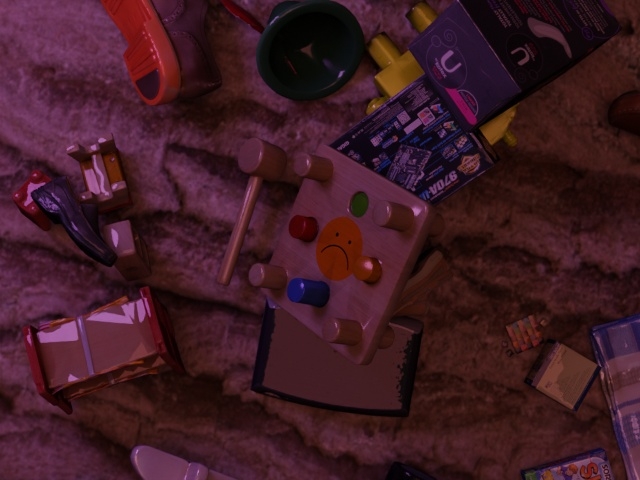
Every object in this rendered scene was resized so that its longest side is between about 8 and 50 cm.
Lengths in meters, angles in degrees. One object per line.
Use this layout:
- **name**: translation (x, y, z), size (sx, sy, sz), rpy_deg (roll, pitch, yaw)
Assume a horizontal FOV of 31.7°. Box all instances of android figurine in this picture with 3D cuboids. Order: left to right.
- **android figurine**: translation (0.200, -0.238, 1.784), size (0.248, 0.056, 0.273), rpy_deg (-40, 89, -3)

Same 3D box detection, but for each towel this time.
- **towel**: translation (0.558, 0.249, 1.792), size (0.209, 0.034, 0.285), rpy_deg (-15, 89, -3)

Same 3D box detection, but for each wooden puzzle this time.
- **wooden puzzle**: translation (0.326, 0.150, 1.800), size (0.083, 0.006, 0.049), rpy_deg (-22, 89, -2)

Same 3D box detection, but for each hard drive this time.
- **hard drive**: translation (0.028, 0.182, 1.766), size (0.255, 0.054, 0.172), rpy_deg (10, 88, -1)

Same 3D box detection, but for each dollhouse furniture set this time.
- **dollhouse furniture set**: translation (-0.357, 0.051, 1.734), size (0.201, 0.152, 0.374), rpy_deg (-17, 72, -2)

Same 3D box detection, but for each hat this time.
- **hat**: translation (-0.051, -0.349, 1.794), size (0.173, 0.183, 0.208), rpy_deg (-39, 133, 9)

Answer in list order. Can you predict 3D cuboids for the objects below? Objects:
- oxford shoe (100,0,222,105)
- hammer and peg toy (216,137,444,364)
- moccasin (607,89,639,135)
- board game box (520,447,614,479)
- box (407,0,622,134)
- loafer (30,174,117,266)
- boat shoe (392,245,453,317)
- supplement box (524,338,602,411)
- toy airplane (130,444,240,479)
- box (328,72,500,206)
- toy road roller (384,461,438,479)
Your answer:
- **oxford shoe**: translation (-0.257, -0.383, 1.763), size (0.133, 0.130, 0.363), rpy_deg (-12, 81, -35)
- **hammer and peg toy**: translation (0.000, 0.000, 1.691), size (0.127, 0.361, 0.266), rpy_deg (11, 106, -45)
- **moccasin**: translation (0.621, -0.122, 1.763), size (0.380, 0.139, 0.147), rpy_deg (26, 79, -10)
- **board game box**: translation (0.409, 0.443, 1.779), size (0.136, 0.035, 0.201), rpy_deg (-16, 89, -2)
- **box**: translation (0.291, -0.302, 1.686), size (0.270, 0.143, 0.165), rpy_deg (-32, 86, -36)
- **loafer**: translation (-0.349, -0.031, 1.649), size (0.061, 0.062, 0.170), rpy_deg (-43, 75, -15)
- **boat shoe**: translation (0.139, 0.089, 1.742), size (0.190, 0.068, 0.072), rpy_deg (-41, 96, -25)
- **supplement box**: translation (0.380, 0.211, 1.775), size (0.083, 0.056, 0.083), rpy_deg (30, 88, -1)
- **toy airplane**: translation (-0.260, 0.500, 1.671), size (0.384, 0.272, 0.386), rpy_deg (-23, 78, -40)
- **box**: translation (0.136, -0.131, 1.737), size (0.220, 0.051, 0.175), rpy_deg (-36, 89, 24)
- **toy road roller**: translation (0.189, 0.486, 1.661), size (0.330, 0.240, 0.202), rpy_deg (27, 88, 4)
